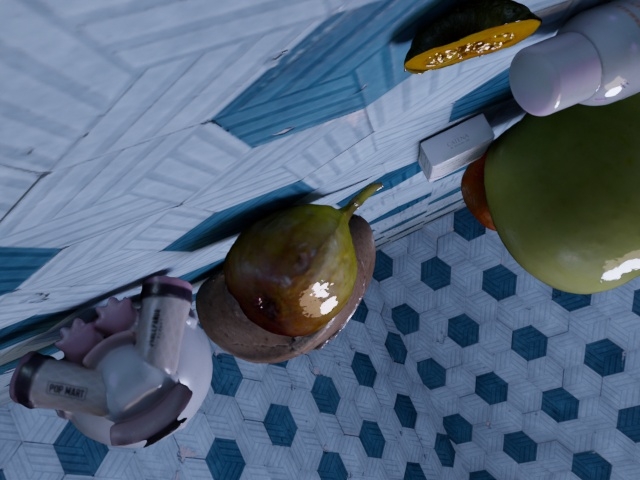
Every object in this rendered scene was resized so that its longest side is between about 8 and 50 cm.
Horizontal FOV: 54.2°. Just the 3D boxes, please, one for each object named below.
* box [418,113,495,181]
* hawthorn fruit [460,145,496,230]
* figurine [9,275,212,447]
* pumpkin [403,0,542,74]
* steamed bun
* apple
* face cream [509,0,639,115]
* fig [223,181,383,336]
[{"bbox_3d":[0.175,-0.117,0.822,0.084,0.040,0.154,-28,175,6],"label":"box"},{"bbox_3d":[0.332,-0.096,1.139,0.169,0.168,0.188,-24,179,-10],"label":"hawthorn fruit"},{"bbox_3d":[-0.282,0.201,0.922,0.253,0.210,0.361,-20,170,-15],"label":"figurine"},{"bbox_3d":[0.086,-0.125,0.372,0.083,0.028,0.050,-18,177,23],"label":"pumpkin"},{"bbox_3d":[-0.037,0.097,1.095,0.301,0.199,0.252,-28,174,27],"label":"steamed bun"},{"bbox_3d":[0.352,-0.077,0.792,0.292,0.254,0.292,-38,171,-7],"label":"apple"},{"bbox_3d":[0.278,-0.171,0.527,0.269,0.081,0.082,-24,175,-18],"label":"face cream"},{"bbox_3d":[0.000,0.000,0.793,0.257,0.159,0.159,-45,-174,-30],"label":"fig"}]
